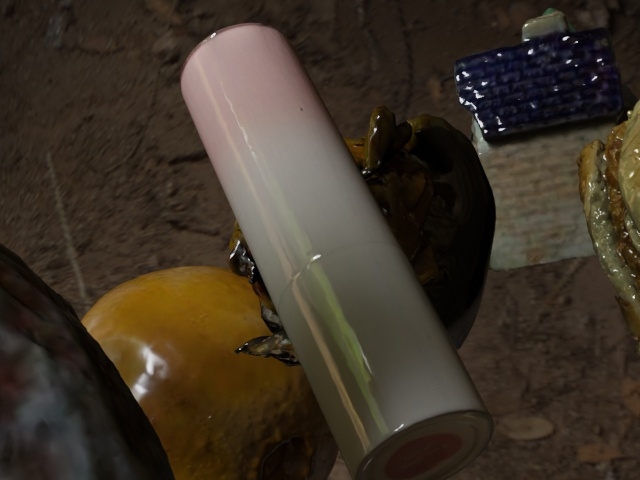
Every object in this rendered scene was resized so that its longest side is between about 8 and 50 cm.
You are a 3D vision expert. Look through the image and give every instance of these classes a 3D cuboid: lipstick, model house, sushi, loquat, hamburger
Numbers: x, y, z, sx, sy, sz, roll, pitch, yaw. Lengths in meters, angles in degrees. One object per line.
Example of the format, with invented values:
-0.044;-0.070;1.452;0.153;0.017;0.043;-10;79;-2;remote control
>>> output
0.000;0.000;0.808;0.087;0.087;0.326;-15;53;-15;lipstick
0.280;-0.143;1.588;0.243;0.298;0.284;-6;107;10;model house
0.032;0.007;1.077;0.200;0.213;0.203;6;77;-59;sushi
-0.136;0.184;1.426;0.329;0.328;0.328;1;87;-15;loquat
0.347;0.000;1.174;0.260;0.145;0.283;17;42;-47;hamburger

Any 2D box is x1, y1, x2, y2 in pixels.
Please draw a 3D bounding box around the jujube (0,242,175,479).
-0.191;0.107;0.504;0.247;0.215;0.308;-28;64;-14;jujube
